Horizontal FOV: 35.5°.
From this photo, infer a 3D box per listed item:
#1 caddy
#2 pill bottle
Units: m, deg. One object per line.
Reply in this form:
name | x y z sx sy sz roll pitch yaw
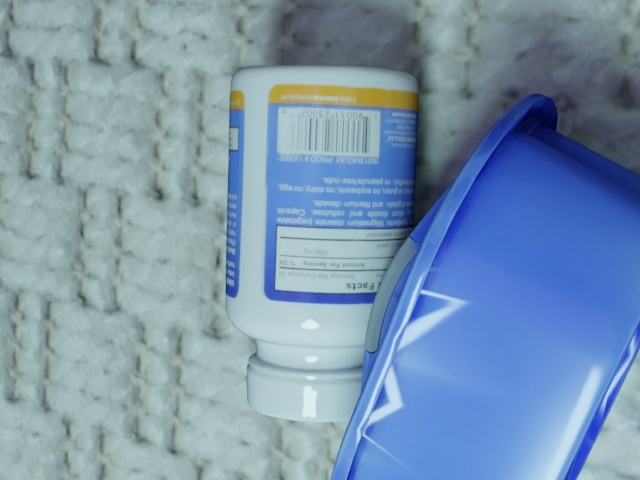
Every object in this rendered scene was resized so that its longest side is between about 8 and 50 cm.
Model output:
caddy | 0.118 0.071 0.696 0.179 0.241 0.341 26 105 21
pill bottle | 0.000 0.000 0.807 0.152 0.152 0.271 5 97 29
